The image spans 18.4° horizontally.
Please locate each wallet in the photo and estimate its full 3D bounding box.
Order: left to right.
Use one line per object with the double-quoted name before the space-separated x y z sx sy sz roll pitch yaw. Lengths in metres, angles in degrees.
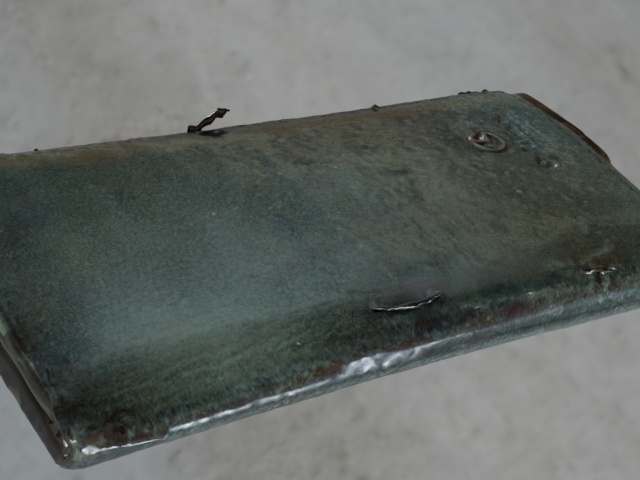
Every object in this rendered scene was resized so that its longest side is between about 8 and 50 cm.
"wallet" 0.000 0.000 0.981 0.379 0.046 0.191 -13 45 -31
